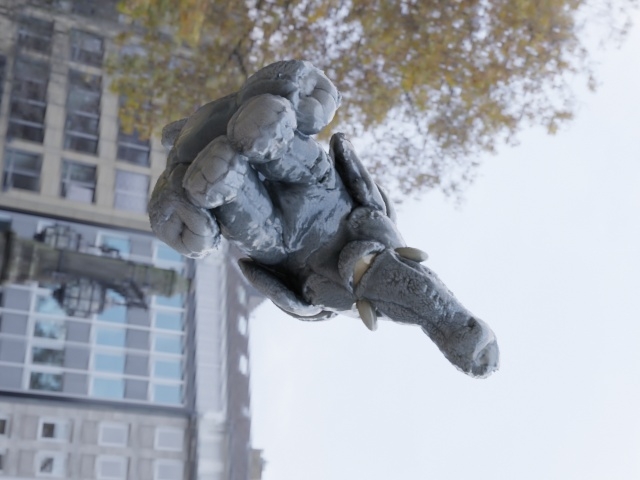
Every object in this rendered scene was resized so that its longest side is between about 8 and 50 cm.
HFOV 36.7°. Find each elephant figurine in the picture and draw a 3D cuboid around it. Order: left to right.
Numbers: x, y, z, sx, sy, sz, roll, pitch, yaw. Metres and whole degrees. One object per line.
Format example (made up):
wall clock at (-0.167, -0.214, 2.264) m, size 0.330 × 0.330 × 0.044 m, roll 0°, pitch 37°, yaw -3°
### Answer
elephant figurine at (0.000, 0.000, 0.714) m, size 0.169 × 0.239 × 0.186 m, roll -33°, pitch -152°, yaw 31°
